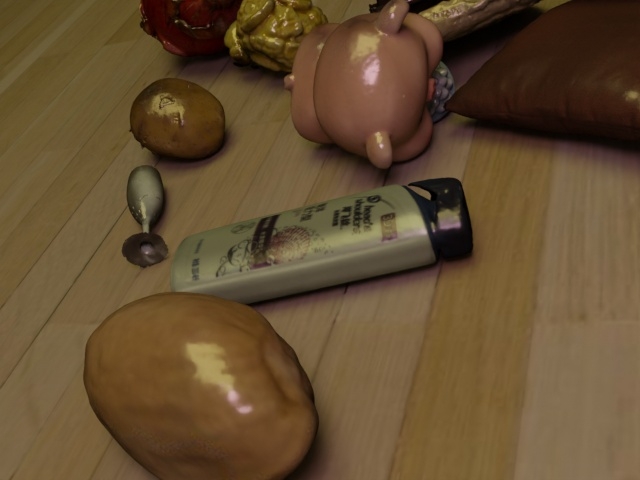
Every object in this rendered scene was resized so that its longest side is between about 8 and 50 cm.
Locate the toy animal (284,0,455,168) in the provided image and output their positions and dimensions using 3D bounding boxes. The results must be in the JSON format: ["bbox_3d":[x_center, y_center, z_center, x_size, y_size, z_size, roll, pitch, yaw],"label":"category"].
[{"bbox_3d":[0.055,-0.219,1.046,0.221,0.210,0.229,9,14,26],"label":"toy animal"}]

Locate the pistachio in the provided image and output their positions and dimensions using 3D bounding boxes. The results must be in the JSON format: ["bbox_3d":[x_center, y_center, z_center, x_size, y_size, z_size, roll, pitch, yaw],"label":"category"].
[{"bbox_3d":[-0.121,0.144,0.745,0.293,0.162,0.182,13,81,36],"label":"pistachio"}]

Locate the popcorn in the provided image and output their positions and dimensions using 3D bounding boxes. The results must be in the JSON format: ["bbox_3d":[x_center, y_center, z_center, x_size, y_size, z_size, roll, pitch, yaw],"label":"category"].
[{"bbox_3d":[-0.075,-0.373,1.354,0.168,0.174,0.195,5,1,-21],"label":"popcorn"}]

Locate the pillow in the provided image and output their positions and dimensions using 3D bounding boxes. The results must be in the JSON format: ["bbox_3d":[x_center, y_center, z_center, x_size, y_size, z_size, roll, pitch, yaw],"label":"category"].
[{"bbox_3d":[0.366,-0.239,0.983,0.308,0.108,0.305,-40,36,-26],"label":"pillow"}]

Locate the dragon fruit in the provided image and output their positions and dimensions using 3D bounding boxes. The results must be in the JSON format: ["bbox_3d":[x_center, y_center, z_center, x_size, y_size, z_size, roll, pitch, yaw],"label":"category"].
[{"bbox_3d":[-0.231,-0.477,1.489,0.315,0.250,0.250,-13,33,51],"label":"dragon fruit"}]

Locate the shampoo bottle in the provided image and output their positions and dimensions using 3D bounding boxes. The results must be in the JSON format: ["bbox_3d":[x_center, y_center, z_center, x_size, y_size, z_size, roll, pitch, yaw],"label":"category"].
[{"bbox_3d":[0.000,0.000,0.916,0.359,0.078,0.134,-13,36,15],"label":"shampoo bottle"}]

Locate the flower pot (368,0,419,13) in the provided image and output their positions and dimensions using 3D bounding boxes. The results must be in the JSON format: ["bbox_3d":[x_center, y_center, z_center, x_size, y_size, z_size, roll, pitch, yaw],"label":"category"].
[{"bbox_3d":[0.186,-0.446,1.211,0.250,0.084,0.179,-17,20,9],"label":"flower pot"}]

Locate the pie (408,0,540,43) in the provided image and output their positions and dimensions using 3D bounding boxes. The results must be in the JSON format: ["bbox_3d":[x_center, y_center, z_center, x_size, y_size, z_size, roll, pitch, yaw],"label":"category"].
[{"bbox_3d":[0.207,-0.360,1.204,0.339,0.077,0.339,-18,20,7],"label":"pie"}]

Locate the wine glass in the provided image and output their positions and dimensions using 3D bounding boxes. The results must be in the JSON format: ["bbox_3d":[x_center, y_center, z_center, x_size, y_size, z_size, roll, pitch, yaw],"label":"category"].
[{"bbox_3d":[-0.262,-0.043,1.124,0.066,0.066,0.198,-22,38,2],"label":"wine glass"}]

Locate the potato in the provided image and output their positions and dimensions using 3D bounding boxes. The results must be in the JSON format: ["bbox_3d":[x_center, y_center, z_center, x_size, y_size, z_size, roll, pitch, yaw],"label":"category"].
[{"bbox_3d":[-0.239,-0.200,1.249,0.175,0.137,0.137,5,46,29],"label":"potato"}]
